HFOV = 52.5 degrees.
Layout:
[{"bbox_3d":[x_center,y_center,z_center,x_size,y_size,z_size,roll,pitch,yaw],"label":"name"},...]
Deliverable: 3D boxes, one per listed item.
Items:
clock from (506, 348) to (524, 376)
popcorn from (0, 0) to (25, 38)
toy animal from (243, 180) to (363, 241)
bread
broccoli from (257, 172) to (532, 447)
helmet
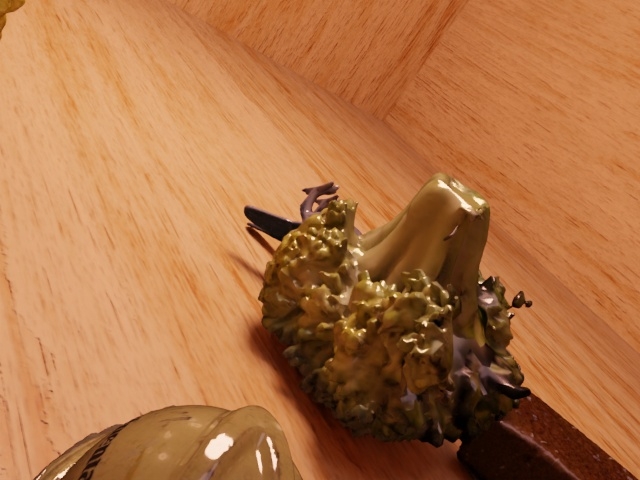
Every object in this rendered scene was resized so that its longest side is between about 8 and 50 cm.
[{"bbox_3d":[0.256,0.186,1.124,0.215,0.042,0.215,32,18,-12],"label":"clock"},{"bbox_3d":[-0.492,-0.322,0.795,0.242,0.235,0.250,-24,66,-21],"label":"popcorn"},{"bbox_3d":[0.000,0.000,0.975,0.239,0.255,0.176,43,43,-55],"label":"toy animal"},{"bbox_3d":[0.354,0.352,0.778,0.416,0.113,0.165,41,18,19],"label":"bread"},{"bbox_3d":[0.106,0.063,0.768,0.293,0.281,0.348,7,33,-41],"label":"broccoli"},{"bbox_3d":[-0.074,0.171,0.415,0.204,0.137,0.257,32,18,-12],"label":"helmet"}]
